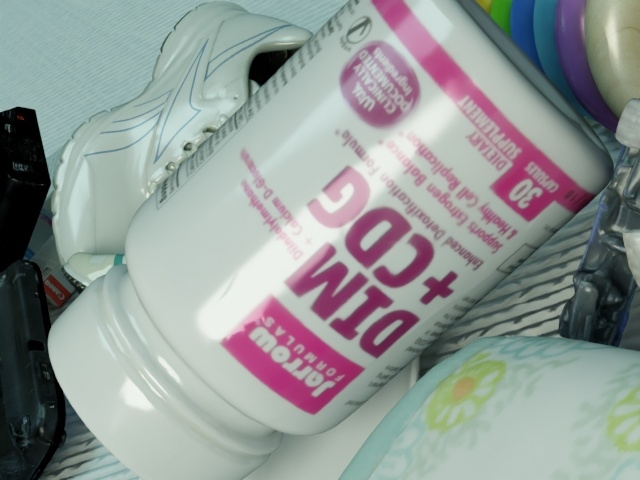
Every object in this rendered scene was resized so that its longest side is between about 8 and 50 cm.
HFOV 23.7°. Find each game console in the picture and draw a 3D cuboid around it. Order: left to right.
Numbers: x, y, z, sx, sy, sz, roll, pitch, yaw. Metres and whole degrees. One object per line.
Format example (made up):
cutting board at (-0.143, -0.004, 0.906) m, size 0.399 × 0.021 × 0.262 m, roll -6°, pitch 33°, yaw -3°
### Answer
game console at (-0.252, 0.067, 1.192) m, size 0.213 × 0.044 × 0.361 m, roll -63°, pitch 29°, yaw 30°

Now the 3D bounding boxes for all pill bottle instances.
pill bottle at (0.000, 0.000, 0.806) m, size 0.283 × 0.160 × 0.160 m, roll -43°, pitch 25°, yaw 14°

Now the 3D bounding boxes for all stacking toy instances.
stacking toy at (0.146, -0.137, 0.939) m, size 0.141 × 0.141 × 0.330 m, roll -47°, pitch 23°, yaw -10°

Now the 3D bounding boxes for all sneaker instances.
sneaker at (-0.121, 0.033, 1.112) m, size 0.075 × 0.057 × 0.161 m, roll -45°, pitch 39°, yaw -19°
sneaker at (-0.107, -0.082, 1.228) m, size 0.129 × 0.111 × 0.297 m, roll 9°, pitch 58°, yaw 42°

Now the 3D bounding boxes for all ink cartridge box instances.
ink cartridge box at (-0.230, 0.030, 1.308) m, size 0.115 × 0.029 × 0.063 m, roll -51°, pitch 28°, yaw -14°
ink cartridge box at (-0.241, -0.037, 1.399) m, size 0.122 × 0.052 × 0.088 m, roll -35°, pitch 27°, yaw 18°

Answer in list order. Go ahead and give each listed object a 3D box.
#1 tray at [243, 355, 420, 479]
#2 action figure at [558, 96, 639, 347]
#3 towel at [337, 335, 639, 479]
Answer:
tray at (0.003, 0.110, 0.864) m, size 0.145 × 0.030 × 0.270 m, roll -30°, pitch 29°, yaw 26°
action figure at (0.221, -0.057, 0.656) m, size 0.330 × 0.178 × 0.341 m, roll -41°, pitch -29°, yaw -63°
towel at (0.053, 0.202, 0.546) m, size 0.374 × 0.090 × 0.320 m, roll -55°, pitch 22°, yaw -12°
